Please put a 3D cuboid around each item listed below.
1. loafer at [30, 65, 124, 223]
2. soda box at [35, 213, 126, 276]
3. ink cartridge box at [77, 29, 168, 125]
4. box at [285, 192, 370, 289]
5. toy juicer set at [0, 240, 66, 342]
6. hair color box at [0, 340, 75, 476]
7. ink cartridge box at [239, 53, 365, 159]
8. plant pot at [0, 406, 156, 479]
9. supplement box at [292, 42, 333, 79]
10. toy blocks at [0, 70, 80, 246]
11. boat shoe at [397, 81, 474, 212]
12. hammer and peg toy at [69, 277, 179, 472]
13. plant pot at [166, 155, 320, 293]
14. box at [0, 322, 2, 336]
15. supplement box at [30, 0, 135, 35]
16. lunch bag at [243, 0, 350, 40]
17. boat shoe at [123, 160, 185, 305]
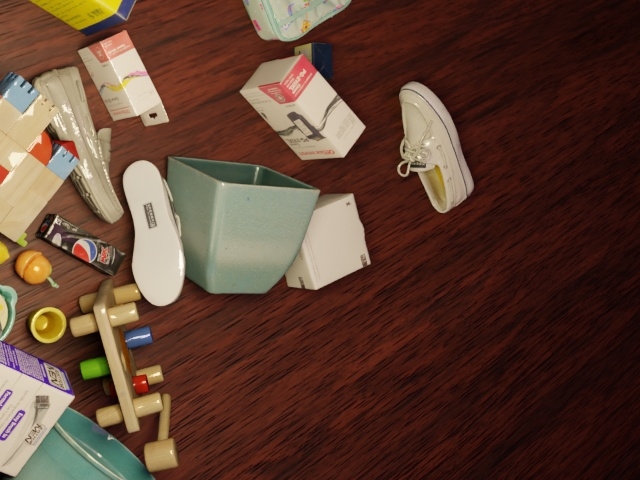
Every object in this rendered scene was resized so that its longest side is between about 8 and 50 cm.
[{"bbox_3d":[-0.457,-0.187,1.732,0.111,0.112,0.319,-29,108,-23],"label":"loafer"},{"bbox_3d":[-0.478,0.010,1.755,0.169,0.060,0.053,34,73,-33],"label":"soda box"},{"bbox_3d":[-0.396,-0.311,1.770,0.067,0.115,0.198,-37,112,-31],"label":"ink cartridge box"},{"bbox_3d":[0.000,0.000,2.074,0.182,0.119,0.181,-24,105,-34],"label":"box"},{"bbox_3d":[-0.638,0.100,1.622,0.329,0.089,0.209,-4,94,-36],"label":"toy juicer set"},{"bbox_3d":[-0.619,0.251,1.498,0.339,0.110,0.185,36,94,-33],"label":"hair color box"},{"bbox_3d":[-0.040,-0.297,2.000,0.237,0.172,0.100,46,66,-29],"label":"ink cartridge box"},{"bbox_3d":[-0.488,0.491,1.656,0.271,0.271,0.255,43,82,-30],"label":"plant pot"},{"bbox_3d":[-0.018,-0.418,2.066,0.056,0.083,0.083,-5,94,-36],"label":"supplement box"},{"bbox_3d":[-0.586,-0.188,1.563,0.261,0.190,0.381,-54,134,-10],"label":"toy blocks"},{"bbox_3d":[0.267,-0.222,2.269,0.156,0.136,0.367,-43,125,-24],"label":"boat shoe"},{"bbox_3d":[-0.383,0.268,1.730,0.127,0.266,0.361,-14,102,-8],"label":"hammer and peg toy"},{"bbox_3d":[-0.187,-0.024,1.871,0.247,0.247,0.252,3,106,-37],"label":"plant pot"},{"bbox_3d":[-0.692,0.228,1.552,0.183,0.059,0.233,17,105,-31],"label":"box"},{"bbox_3d":[-0.510,-0.567,1.626,0.356,0.194,0.195,29,75,-34],"label":"supplement box"},{"bbox_3d":[-0.049,-0.592,2.014,0.279,0.108,0.224,-39,120,-28],"label":"lunch bag"},{"bbox_3d":[-0.335,-0.011,1.807,0.108,0.102,0.301,-16,79,6],"label":"boat shoe"}]
